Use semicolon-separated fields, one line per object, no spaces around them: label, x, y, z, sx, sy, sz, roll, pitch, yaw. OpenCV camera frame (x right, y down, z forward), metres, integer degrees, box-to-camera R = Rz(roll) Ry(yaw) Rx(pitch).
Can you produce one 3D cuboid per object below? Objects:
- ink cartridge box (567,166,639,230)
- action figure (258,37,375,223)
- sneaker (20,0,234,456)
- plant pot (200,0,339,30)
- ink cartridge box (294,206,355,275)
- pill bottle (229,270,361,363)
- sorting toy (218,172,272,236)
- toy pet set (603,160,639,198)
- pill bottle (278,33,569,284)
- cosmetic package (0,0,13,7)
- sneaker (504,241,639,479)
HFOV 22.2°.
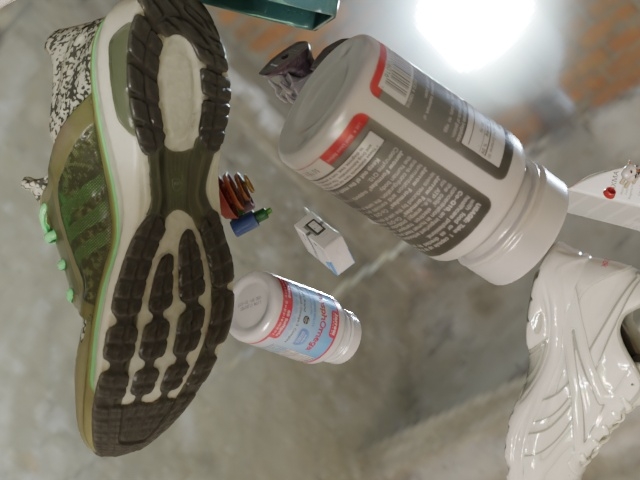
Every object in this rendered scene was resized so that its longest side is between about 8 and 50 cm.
ink cartridge box;0.371;-0.072;2.281;0.189;0.232;0.066;114;-7;-83
action figure;0.029;-0.132;2.162;0.185;0.285;0.099;9;-134;40
sneaker;-0.186;-0.017;1.449;0.182;0.158;0.410;3;-92;40
plant pot;-0.048;-0.340;1.566;0.166;0.165;0.234;-166;-91;-82
ink cartridge box;0.000;0.000;1.907;0.028;0.048;0.083;-38;-138;-12
pill bottle;-0.028;0.095;1.914;0.087;0.160;0.087;-19;-119;39
sorting toy;-0.075;-0.039;1.572;0.042;0.061;0.102;-27;173;5
toy pet set;0.420;-0.059;1.929;0.114;0.122;0.065;-33;160;-38
pill bottle;0.112;-0.079;1.725;0.161;0.283;0.161;-48;-159;25
cosmetic package;-0.488;-0.310;1.835;0.365;0.197;0.155;-22;-153;28
sneaker;0.211;0.123;1.267;0.115;0.232;0.090;11;-166;20
